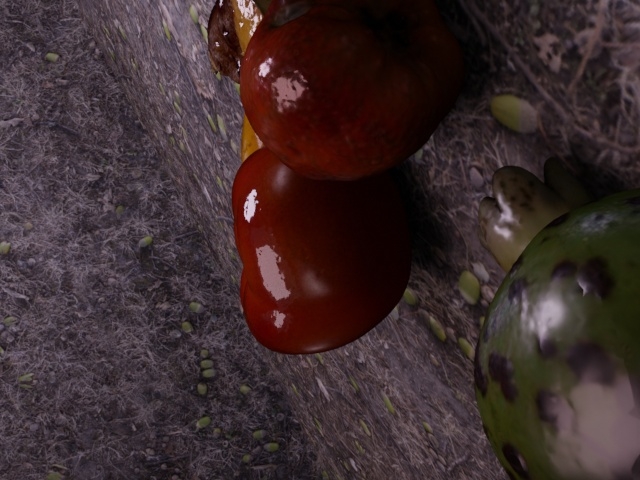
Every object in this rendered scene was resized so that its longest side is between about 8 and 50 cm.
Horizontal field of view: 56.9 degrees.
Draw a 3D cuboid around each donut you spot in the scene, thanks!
[{"bbox_3d":[-0.066,-0.273,0.774,0.295,0.112,0.151,40,146,47],"label":"donut"}]

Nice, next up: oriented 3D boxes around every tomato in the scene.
[{"bbox_3d":[0.000,0.000,0.781,0.298,0.226,0.299,175,90,-83],"label":"tomato"}]

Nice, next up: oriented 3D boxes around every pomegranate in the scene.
[{"bbox_3d":[0.210,0.043,0.381,0.242,0.242,0.306,98,170,-60],"label":"pomegranate"}]

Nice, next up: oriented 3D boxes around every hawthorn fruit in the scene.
[{"bbox_3d":[0.009,-0.146,0.584,0.207,0.207,0.243,62,152,2],"label":"hawthorn fruit"}]

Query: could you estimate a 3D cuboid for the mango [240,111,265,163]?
[{"bbox_3d":[-0.074,-0.159,0.922,0.219,0.112,0.145,85,177,-54],"label":"mango"}]
